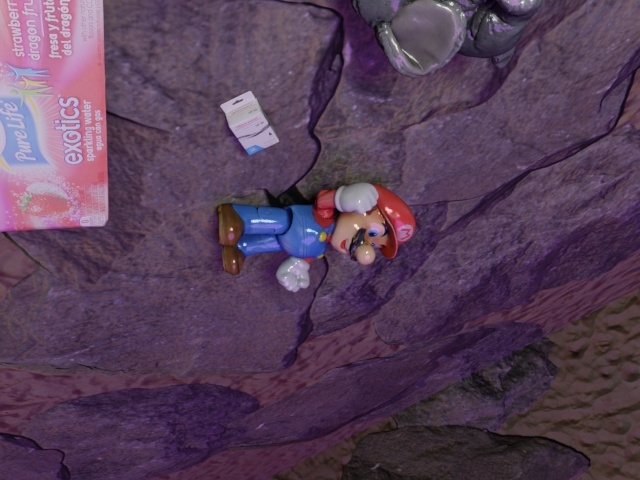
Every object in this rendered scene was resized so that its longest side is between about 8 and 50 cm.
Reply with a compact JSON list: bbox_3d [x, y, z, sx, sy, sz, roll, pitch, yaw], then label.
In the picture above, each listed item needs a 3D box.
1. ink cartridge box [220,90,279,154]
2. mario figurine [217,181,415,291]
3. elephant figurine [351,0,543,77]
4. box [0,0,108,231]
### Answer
[{"bbox_3d":[-0.095,-0.158,0.795,0.048,0.028,0.083,-25,147,7],"label":"ink cartridge box"},{"bbox_3d":[0.000,0.000,0.945,0.320,0.170,0.198,-7,-179,-6],"label":"mario figurine"},{"bbox_3d":[0.106,-0.273,0.650,0.239,0.186,0.169,-10,-169,3],"label":"elephant figurine"},{"bbox_3d":[-0.288,-0.156,0.575,0.142,0.154,0.300,-5,146,-22],"label":"box"}]
